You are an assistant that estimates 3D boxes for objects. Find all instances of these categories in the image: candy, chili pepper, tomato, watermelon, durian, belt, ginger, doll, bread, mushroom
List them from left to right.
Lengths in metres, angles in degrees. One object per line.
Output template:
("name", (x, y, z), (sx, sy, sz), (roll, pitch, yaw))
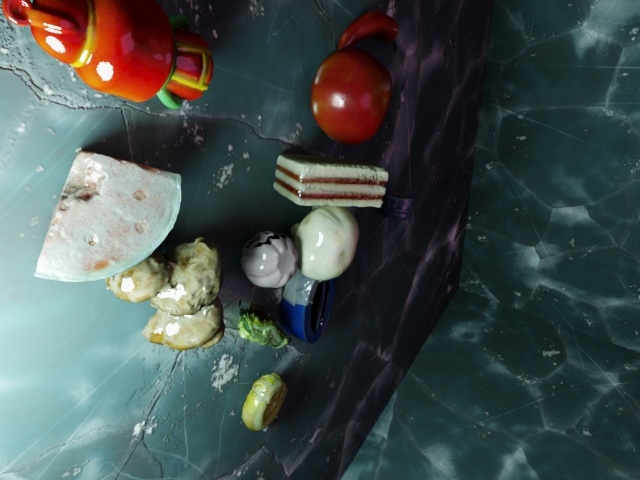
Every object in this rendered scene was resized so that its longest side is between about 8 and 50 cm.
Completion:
("watermelon", (-0.438, -0.061, 0.807), (0.318, 0.148, 0.226), (-40, 121, -19))
("doll", (-0.349, -0.347, 0.719), (0.363, 0.160, 0.182), (-8, 120, -55))
("ginger", (-0.344, 0.148, 1.003), (0.256, 0.176, 0.375), (-29, 134, -23))
("durian", (-0.203, 0.276, 1.331), (0.132, 0.106, 0.375), (-58, 147, -14))
("bread", (-0.210, 0.596, 1.500), (0.213, 0.105, 0.213), (-35, 133, -48))
("belt", (-0.045, 0.225, 1.541), (0.212, 0.117, 0.347), (-20, 124, -52))
("mushroom", (0.000, 0.000, 1.370), (0.260, 0.234, 0.254), (-45, 136, -25))
("candy", (0.033, -0.189, 1.262), (0.321, 0.179, 0.135), (0, 109, -29))
("tomato", (0.106, -0.456, 1.292), (0.298, 0.226, 0.298), (-34, 137, -40))
("chili pepper", (0.173, -0.723, 1.398), (0.368, 0.092, 0.137), (-26, 146, -40))

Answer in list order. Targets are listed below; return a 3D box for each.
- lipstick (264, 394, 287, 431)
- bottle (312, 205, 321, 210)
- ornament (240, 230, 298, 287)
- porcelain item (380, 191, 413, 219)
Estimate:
("lipstick", (-0.196, 0.685, 1.626), (0.158, 0.048, 0.048), (-58, 146, -19))
("bottle", (0.019, -0.189, 1.426), (0.110, 0.097, 0.209), (-52, 147, -54))
("ornament", (-0.161, 0.058, 1.246), (0.177, 0.177, 0.177), (-33, 133, -45))
("porcelain item", (0.363, -0.162, 1.916), (0.147, 0.147, 0.114), (-18, 120, -52))
